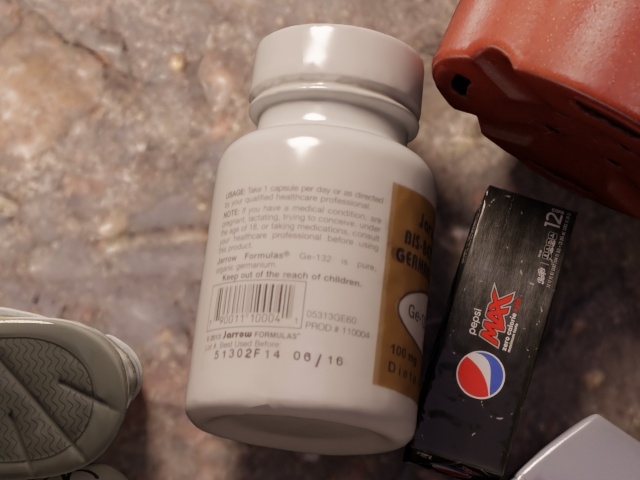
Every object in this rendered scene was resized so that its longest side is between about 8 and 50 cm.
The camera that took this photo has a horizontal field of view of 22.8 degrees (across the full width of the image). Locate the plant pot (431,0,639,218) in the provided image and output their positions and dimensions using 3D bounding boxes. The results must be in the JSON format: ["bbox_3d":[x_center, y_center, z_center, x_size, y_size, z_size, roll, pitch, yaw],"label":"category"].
[{"bbox_3d":[0.211,-0.163,0.921,0.272,0.272,0.265,29,83,6],"label":"plant pot"}]

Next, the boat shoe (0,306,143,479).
[{"bbox_3d":[-0.264,0.080,0.904,0.320,0.103,0.118,-1,93,2],"label":"boat shoe"}]

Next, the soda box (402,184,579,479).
[{"bbox_3d":[0.100,0.057,0.943,0.060,0.053,0.169,18,73,3],"label":"soda box"}]

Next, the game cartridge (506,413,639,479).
[{"bbox_3d":[0.131,0.255,0.888,0.196,0.060,0.294,36,75,4],"label":"game cartridge"}]

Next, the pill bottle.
[{"bbox_3d":[0.000,0.000,0.915,0.131,0.131,0.229,7,73,-1],"label":"pill bottle"}]

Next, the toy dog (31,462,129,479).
[{"bbox_3d":[-0.107,0.283,0.809,0.220,0.161,0.334,-33,78,-12],"label":"toy dog"}]
